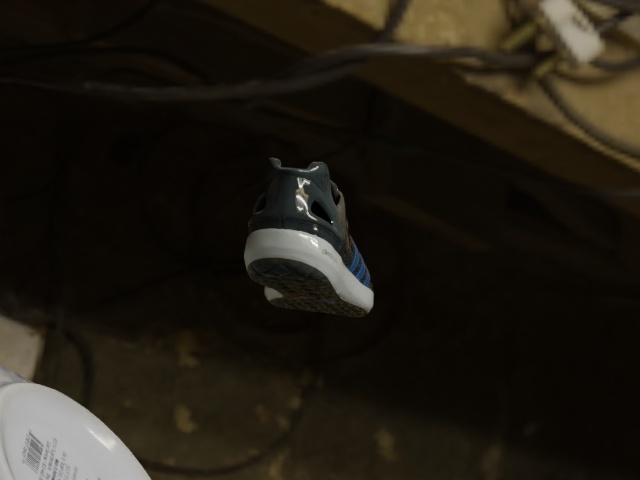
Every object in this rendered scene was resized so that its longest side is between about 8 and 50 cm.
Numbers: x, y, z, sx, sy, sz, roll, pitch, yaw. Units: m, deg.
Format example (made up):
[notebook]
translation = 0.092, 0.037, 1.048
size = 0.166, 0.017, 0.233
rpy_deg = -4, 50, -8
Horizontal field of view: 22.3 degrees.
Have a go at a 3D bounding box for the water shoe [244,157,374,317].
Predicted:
[water shoe]
translation = 0.000, 0.000, 1.033
size = 0.203, 0.073, 0.080
rpy_deg = 64, 34, -79

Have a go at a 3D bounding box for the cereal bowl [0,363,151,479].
[cereal bowl]
translation = -0.183, 0.189, 0.955
size = 0.141, 0.339, 0.339
rpy_deg = -39, 129, 14
